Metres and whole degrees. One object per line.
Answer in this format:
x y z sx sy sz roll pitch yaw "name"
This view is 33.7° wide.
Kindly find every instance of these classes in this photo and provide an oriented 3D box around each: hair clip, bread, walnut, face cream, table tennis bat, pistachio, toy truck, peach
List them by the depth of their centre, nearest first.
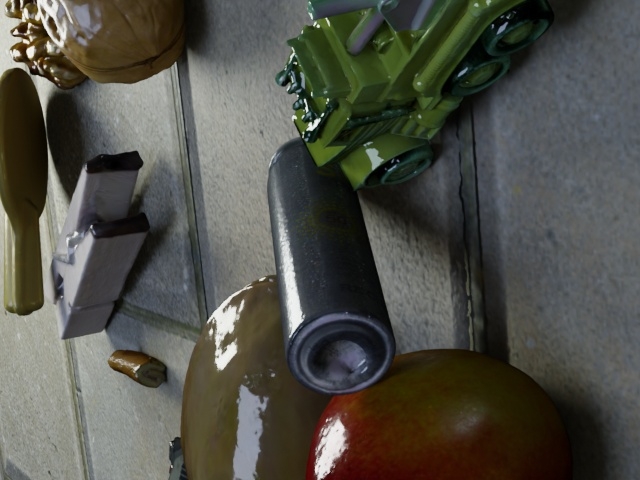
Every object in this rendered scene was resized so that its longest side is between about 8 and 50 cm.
0.035 -0.132 0.714 0.128 0.135 0.259 65 157 15 "toy truck"
0.075 0.168 0.722 0.197 0.197 0.197 25 121 50 "peach"
0.000 0.000 0.798 0.283 0.073 0.073 -101 18 -57 "face cream"
-0.040 0.161 0.925 0.212 0.163 0.261 -9 92 23 "pistachio"
-0.212 -0.238 1.065 0.180 0.144 0.144 55 142 16 "walnut"
-0.274 0.021 1.292 0.101 0.085 0.331 66 152 19 "hair clip"
-0.225 0.156 1.303 0.083 0.047 0.036 11 79 53 "bread"
-0.344 -0.257 1.314 0.170 0.069 0.143 14 112 51 "walnut"
-0.383 -0.063 1.363 0.198 0.050 0.321 93 175 -84 "table tennis bat"

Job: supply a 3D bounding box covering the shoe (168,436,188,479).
-0.121 0.250 1.143 0.227 0.099 0.112 -55 49 44 "shoe"
